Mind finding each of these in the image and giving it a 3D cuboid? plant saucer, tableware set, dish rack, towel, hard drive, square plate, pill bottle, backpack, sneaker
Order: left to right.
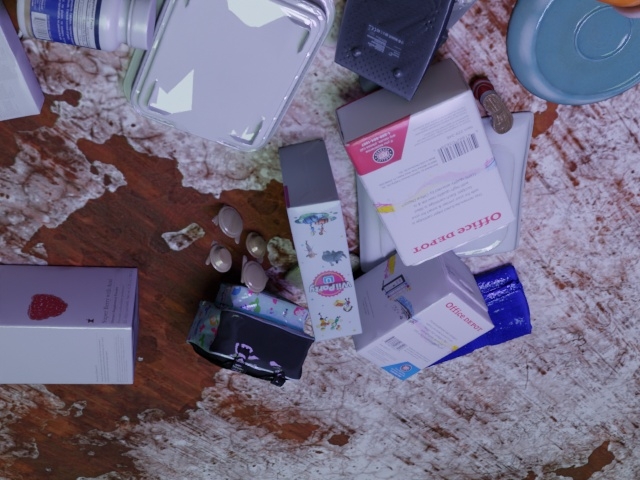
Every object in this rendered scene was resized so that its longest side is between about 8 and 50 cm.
[{"bbox_3d":[-0.349,-0.347,1.157,0.186,0.112,0.112,9,129,-7],"label":"pill bottle"},{"bbox_3d":[-0.155,-0.298,1.269,0.285,0.072,0.333,17,127,-22],"label":"dish rack"},{"bbox_3d":[-0.157,0.019,1.499,0.020,0.141,0.168,-21,134,35],"label":"tableware set"},{"bbox_3d":[-0.155,0.192,1.597,0.225,0.191,0.253,22,163,-24],"label":"backpack"},{"bbox_3d":[0.005,0.062,1.629,0.110,0.027,0.148,33,120,-30],"label":"towel"},{"bbox_3d":[0.126,-0.368,1.193,0.172,0.054,0.255,32,124,22],"label":"hard drive"},{"bbox_3d":[0.246,-0.076,1.518,0.347,0.049,0.344,-8,129,-3],"label":"square plate"},{"bbox_3d":[0.326,0.192,1.754,0.308,0.076,0.228,-20,130,9],"label":"towel"},{"bbox_3d":[0.310,-0.246,1.387,0.042,0.067,0.118,-31,140,11],"label":"sneaker"},{"bbox_3d":[0.482,-0.363,1.318,0.317,0.044,0.318,-4,130,-5],"label":"plant saucer"}]

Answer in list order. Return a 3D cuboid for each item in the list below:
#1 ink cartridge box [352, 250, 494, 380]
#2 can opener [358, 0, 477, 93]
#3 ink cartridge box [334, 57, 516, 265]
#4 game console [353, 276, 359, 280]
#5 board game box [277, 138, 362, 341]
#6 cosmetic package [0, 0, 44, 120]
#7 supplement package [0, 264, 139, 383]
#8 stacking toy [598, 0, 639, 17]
[{"bbox_3d":[0.193,0.136,1.544,0.232,0.168,0.171,-34,133,21],"label":"ink cartridge box"},{"bbox_3d":[0.165,-0.359,1.268,0.076,0.095,0.283,9,142,-40],"label":"can opener"},{"bbox_3d":[0.187,-0.130,1.348,0.226,0.131,0.306,-23,131,8],"label":"ink cartridge box"},{"bbox_3d":[0.109,0.111,1.677,0.107,0.071,0.122,-36,148,-33],"label":"game console"},{"bbox_3d":[0.000,0.000,1.425,0.097,0.224,0.303,-12,125,1],"label":"board game box"},{"bbox_3d":[-0.532,-0.307,1.211,0.098,0.060,0.239,-11,131,-1],"label":"cosmetic package"},{"bbox_3d":[-0.523,0.170,1.549,0.292,0.177,0.175,1,131,-10],"label":"supplement package"},{"bbox_3d":[0.245,-0.471,0.995,0.479,0.351,0.351,-1,131,-4],"label":"stacking toy"}]
